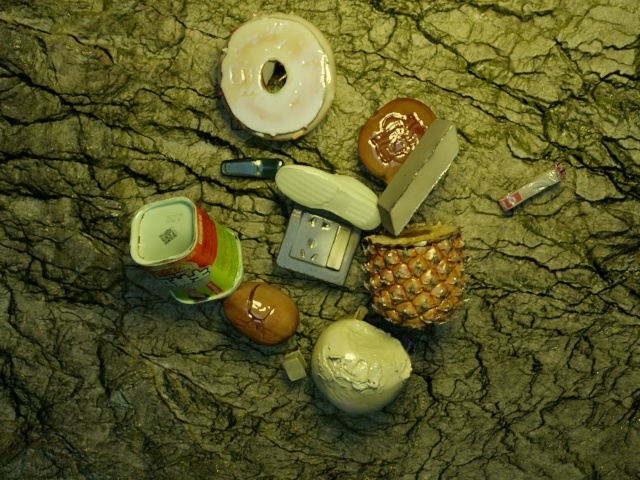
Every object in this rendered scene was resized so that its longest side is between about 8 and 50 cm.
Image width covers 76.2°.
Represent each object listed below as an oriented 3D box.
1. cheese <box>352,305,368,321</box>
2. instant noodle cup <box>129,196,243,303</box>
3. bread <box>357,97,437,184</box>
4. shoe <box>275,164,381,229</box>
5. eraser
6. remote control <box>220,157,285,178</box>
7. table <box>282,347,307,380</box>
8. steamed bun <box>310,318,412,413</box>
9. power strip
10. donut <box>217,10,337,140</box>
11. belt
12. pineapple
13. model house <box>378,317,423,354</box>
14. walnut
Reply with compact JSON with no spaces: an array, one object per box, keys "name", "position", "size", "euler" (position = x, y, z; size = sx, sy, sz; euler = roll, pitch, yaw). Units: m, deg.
[{"name":"cheese","position":[0.145,0.278,1.487],"size":[0.044,0.030,0.083],"euler":[25,98,-24]},{"name":"instant noodle cup","position":[-0.416,0.029,1.272],"size":[0.294,0.308,0.294],"euler":[-4,67,9]},{"name":"bread","position":[0.249,-0.307,1.298],"size":[0.270,0.148,0.270],"euler":[0,100,-1]},{"name":"shoe","position":[0.037,-0.170,1.321],"size":[0.363,0.160,0.132],"euler":[24,126,-11]},{"name":"eraser","position":[0.282,-0.183,1.199],"size":[0.077,0.111,0.352],"euler":[31,99,-21]},{"name":"remote control","position":[-0.230,-0.245,1.387],"size":[0.222,0.042,0.072],"euler":[1,104,3]},{"name":"table","position":[-0.091,0.456,1.506],"size":[0.062,0.083,0.079],"euler":[-23,101,8]},{"name":"steamed bun","position":[0.120,0.454,1.382],"size":[0.334,0.233,0.312],"euler":[20,126,16]},{"name":"power strip","position":[0.002,0.001,1.402],"size":[0.251,0.092,0.257],"euler":[19,89,0]},{"name":"donut","position":[-0.134,-0.501,1.278],"size":[0.382,0.142,0.383],"euler":[0,101,2]},{"name":"belt","position":[0.699,-0.175,1.345],"size":[0.232,0.071,0.053],"euler":[-33,92,8]},{"name":"pineapple","position":[0.306,0.100,1.294],"size":[0.352,0.352,0.300],"euler":[-8,108,4]},{"name":"model house","position":[0.284,0.364,1.467],"size":[0.167,0.088,0.117],"euler":[20,103,-2]},{"name":"walnut","position":[-0.216,0.248,1.413],"size":[0.298,0.203,0.203],"euler":[24,102,-10]}]
